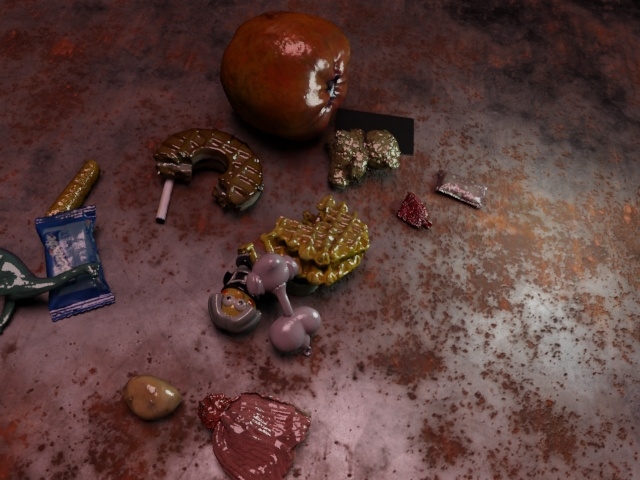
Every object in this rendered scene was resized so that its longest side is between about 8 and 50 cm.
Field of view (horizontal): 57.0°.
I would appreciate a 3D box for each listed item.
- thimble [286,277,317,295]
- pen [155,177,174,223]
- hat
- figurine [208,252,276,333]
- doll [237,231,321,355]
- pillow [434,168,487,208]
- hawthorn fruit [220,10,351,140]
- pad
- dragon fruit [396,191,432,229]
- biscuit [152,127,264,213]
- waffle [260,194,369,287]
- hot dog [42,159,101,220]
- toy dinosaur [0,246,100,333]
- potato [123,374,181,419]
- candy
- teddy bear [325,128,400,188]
[{"bbox_3d":[-0.059,0.120,1.784,0.110,0.062,0.084,5,53,-3],"label":"thimble"},{"bbox_3d":[-0.508,-0.170,1.957,0.033,0.033,0.269,5,54,-3],"label":"pen"},{"bbox_3d":[-0.185,0.481,1.488,0.286,0.107,0.236,30,66,-1],"label":"hat"},{"bbox_3d":[-0.219,0.161,1.698,0.176,0.133,0.236,21,51,5],"label":"figurine"},{"bbox_3d":[-0.103,0.163,1.623,0.160,0.094,0.365,-29,108,-25],"label":"doll"},{"bbox_3d":[0.494,-0.187,2.073,0.185,0.043,0.118,20,53,7],"label":"pillow"},{"bbox_3d":[-0.125,-0.593,2.064,0.472,0.471,0.471,3,55,-4],"label":"hawthorn fruit"},{"bbox_3d":[0.204,-0.411,2.222,0.300,0.005,0.202,7,54,-1],"label":"pad"},{"bbox_3d":[0.333,-0.092,1.993,0.131,0.063,0.097,36,94,22],"label":"dragon fruit"},{"bbox_3d":[-0.347,-0.251,1.967,0.366,0.115,0.268,29,52,5],"label":"biscuit"},{"bbox_3d":[0.000,0.000,1.779,0.261,0.151,0.324,37,40,17],"label":"waffle"},{"bbox_3d":[-0.790,-0.142,1.882,0.068,0.083,0.289,29,55,-9],"label":"hot dog"},{"bbox_3d":[-0.853,0.056,1.662,0.331,0.129,0.383,-40,76,-13],"label":"toy dinosaur"},{"bbox_3d":[-0.437,0.405,1.519,0.147,0.112,0.112,17,55,9],"label":"potato"},{"bbox_3d":[-0.724,0.058,1.735,0.187,0.077,0.331,-15,69,-15],"label":"candy"},{"bbox_3d":[0.150,-0.311,2.056,0.256,0.156,0.267,1,55,-8],"label":"teddy bear"}]
